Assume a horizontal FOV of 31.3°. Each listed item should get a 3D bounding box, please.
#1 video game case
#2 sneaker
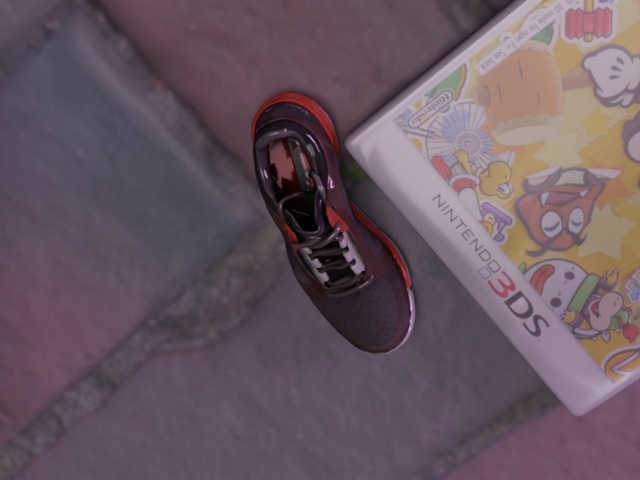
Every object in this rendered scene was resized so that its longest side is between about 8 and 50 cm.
[{"bbox_3d":[0.162,-0.044,0.599,0.227,0.026,0.206,-38,99,18],"label":"video game case"},{"bbox_3d":[0.000,0.000,0.619,0.061,0.065,0.158,-25,103,16],"label":"sneaker"}]
